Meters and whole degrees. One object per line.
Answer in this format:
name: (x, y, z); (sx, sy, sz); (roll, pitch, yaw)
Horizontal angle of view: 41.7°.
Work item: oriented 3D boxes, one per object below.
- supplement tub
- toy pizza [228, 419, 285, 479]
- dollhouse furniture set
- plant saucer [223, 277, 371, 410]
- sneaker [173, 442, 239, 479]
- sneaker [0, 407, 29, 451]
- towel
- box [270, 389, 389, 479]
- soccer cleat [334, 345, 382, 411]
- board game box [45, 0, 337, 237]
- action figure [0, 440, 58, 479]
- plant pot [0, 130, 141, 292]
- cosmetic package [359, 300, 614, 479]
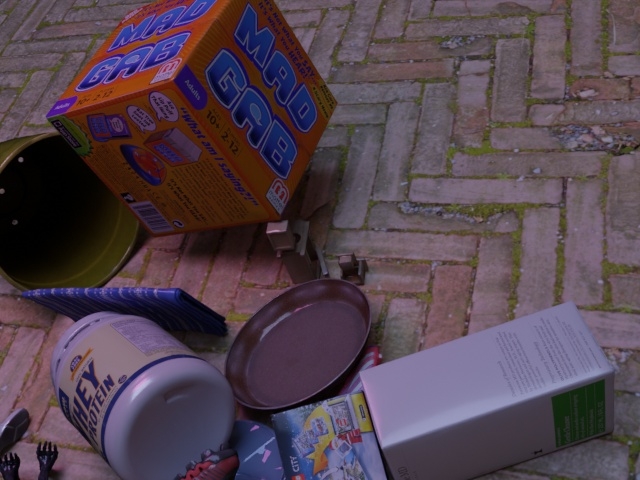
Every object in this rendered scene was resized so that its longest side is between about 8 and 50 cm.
supplement tub: (-0.326, 0.271, 1.496); (0.235, 0.235, 0.325); (-42, 37, -20)
toy pizza: (-0.152, 0.407, 1.472); (0.202, 0.032, 0.201); (-9, 46, 9)
dollhouse furniture set: (0.000, 0.000, 1.691); (0.161, 0.181, 0.101); (-5, 47, 15)
plant saucer: (-0.037, 0.199, 1.571); (0.311, 0.050, 0.310); (-21, 35, 16)
sneaker: (-0.202, 0.462, 1.358); (0.135, 0.098, 0.276); (38, 93, 29)
sneaker: (-0.634, 0.386, 1.642); (0.061, 0.053, 0.152); (16, 56, 34)
towel: (-0.376, 0.142, 1.659); (0.336, 0.243, 0.040); (-2, 69, 17)
box: (0.025, 0.376, 1.365); (0.159, 0.044, 0.233); (-16, 72, 4)
soccer cleat: (0.051, 0.289, 1.478); (0.095, 0.083, 0.247); (6, 55, 14)
board game box: (-0.246, -0.267, 1.717); (0.357, 0.356, 0.356); (-6, 44, 36)
action figure: (-0.523, 0.486, 1.454); (0.164, 0.140, 0.275); (-10, 44, -6)
plant pot: (-0.656, -0.087, 1.915); (0.353, 0.366, 0.366); (17, 55, 45)
cosmetic package: (0.266, 0.259, 1.353); (0.366, 0.197, 0.155); (-21, 46, 2)
